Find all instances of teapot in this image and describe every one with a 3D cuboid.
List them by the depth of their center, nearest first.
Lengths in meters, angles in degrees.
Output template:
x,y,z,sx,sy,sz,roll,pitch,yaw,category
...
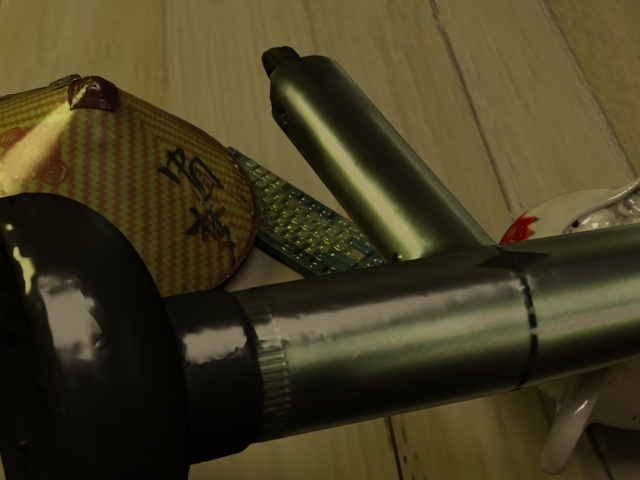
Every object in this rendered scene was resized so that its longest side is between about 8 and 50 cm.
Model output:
x,y,z,sx,sy,sz,roll,pitch,yaw,category
0.154,0.041,0.652,0.145,0.092,0.226,22,44,13,teapot

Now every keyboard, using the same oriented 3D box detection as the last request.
x,y,z,sx,sy,sz,roll,pitch,yaw,category
0.000,0.001,0.710,0.176,0.014,0.055,32,41,20,keyboard

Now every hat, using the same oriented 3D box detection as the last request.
x,y,z,sx,sy,sz,roll,pitch,yaw,category
-0.120,-0.050,0.659,0.193,0.082,0.193,10,39,-8,hat

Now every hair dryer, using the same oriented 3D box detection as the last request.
x,y,z,sx,sy,sz,roll,pitch,yaw,category
-0.019,0.016,0.583,0.320,0.156,0.284,-13,22,-30,hair dryer
